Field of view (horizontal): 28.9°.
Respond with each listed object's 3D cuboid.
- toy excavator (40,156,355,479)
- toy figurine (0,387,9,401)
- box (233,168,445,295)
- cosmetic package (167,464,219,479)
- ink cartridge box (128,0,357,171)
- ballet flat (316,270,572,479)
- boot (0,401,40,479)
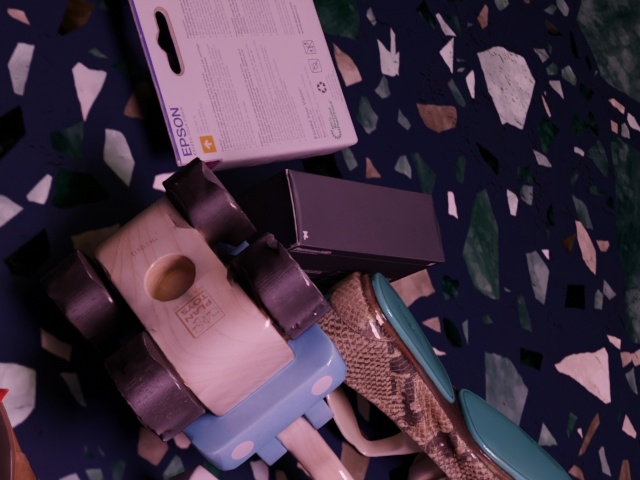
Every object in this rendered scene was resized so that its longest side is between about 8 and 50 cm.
[{"bbox_3d":[-0.049,0.183,1.401,0.433,0.222,0.445,47,-5,35],"label":"toy excavator"},{"bbox_3d":[-0.454,0.028,1.075,0.217,0.191,0.362,-6,74,-58],"label":"toy figurine"},{"bbox_3d":[0.000,0.000,1.577,0.261,0.184,0.103,7,69,-44],"label":"box"},{"bbox_3d":[-0.159,0.365,1.307,0.117,0.085,0.231,43,53,-11],"label":"cosmetic package"},{"bbox_3d":[-0.125,-0.257,1.647,0.330,0.071,0.324,-12,82,-44],"label":"ink cartridge box"},{"bbox_3d":[0.138,0.240,1.627,0.483,0.182,0.164,46,18,-23],"label":"ballet flat"},{"bbox_3d":[-0.320,0.259,1.233,0.115,0.112,0.305,15,54,-75],"label":"boot"}]
